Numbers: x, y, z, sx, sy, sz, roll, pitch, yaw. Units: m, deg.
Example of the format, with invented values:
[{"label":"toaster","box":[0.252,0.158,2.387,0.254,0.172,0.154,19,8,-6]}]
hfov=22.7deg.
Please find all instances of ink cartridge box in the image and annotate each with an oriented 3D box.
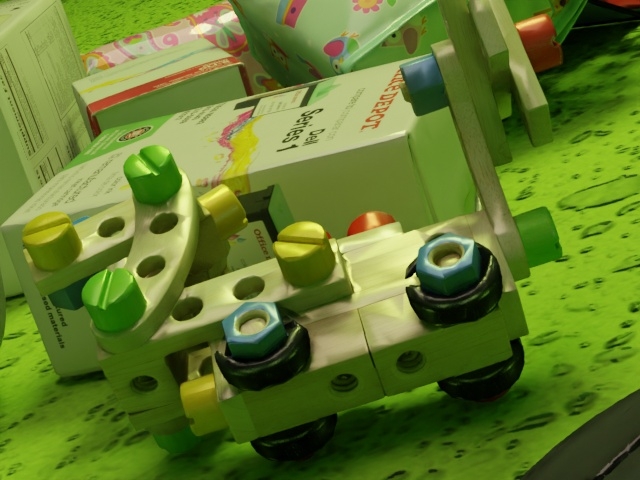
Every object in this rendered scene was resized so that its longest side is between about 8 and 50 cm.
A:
[{"label":"ink cartridge box","box":[-0.037,-0.022,1.064,0.278,0.117,0.201,-12,19,18]},{"label":"ink cartridge box","box":[-0.118,-0.079,1.299,0.127,0.128,0.176,-21,18,-9]}]

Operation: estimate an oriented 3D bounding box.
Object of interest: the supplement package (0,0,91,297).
[{"label":"supplement package","box":[-0.309,-0.073,1.354,0.199,0.198,0.263,-15,18,9]}]

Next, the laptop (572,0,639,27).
[{"label":"laptop","box":[0.128,-0.147,1.454,0.234,0.136,0.264,-2,49,43]}]

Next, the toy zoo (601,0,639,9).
[{"label":"toy zoo","box":[0.207,-0.232,1.425,0.293,0.030,0.192,0,-3,42]}]

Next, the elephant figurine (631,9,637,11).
[{"label":"elephant figurine","box":[0.283,-0.297,1.549,0.239,0.186,0.169,-37,-31,30]}]

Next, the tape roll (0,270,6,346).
[{"label":"tape roll","box":[-0.346,0.016,1.046,0.169,0.246,0.246,-31,21,-36]}]

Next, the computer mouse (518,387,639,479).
[{"label":"computer mouse","box":[0.129,0.104,0.596,0.272,0.072,0.188,-25,18,-21]}]

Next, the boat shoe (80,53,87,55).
[{"label":"boat shoe","box":[-0.295,-0.136,1.673,0.091,0.114,0.302,-18,17,20]}]

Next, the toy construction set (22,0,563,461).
[{"label":"toy construction set","box":[0.000,0.000,0.859,0.327,0.151,0.215,-30,37,12]}]

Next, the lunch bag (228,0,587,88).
[{"label":"lunch bag","box":[0.078,-0.215,1.293,0.262,0.160,0.223,-40,48,-11]}]

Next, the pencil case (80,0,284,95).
[{"label":"pencil case","box":[-0.111,-0.164,1.570,0.284,0.124,0.124,-21,18,-3]}]
